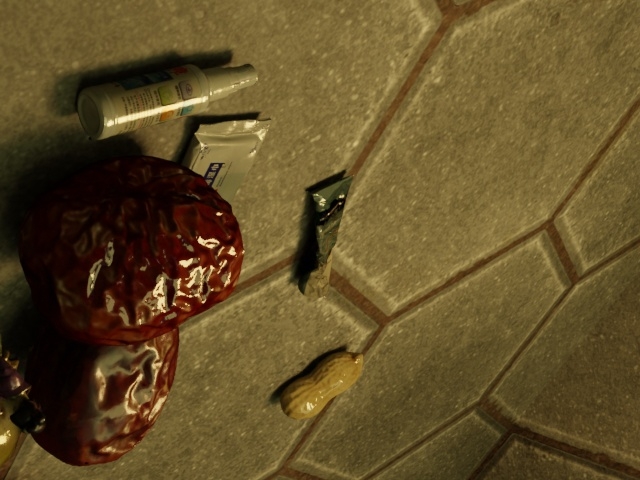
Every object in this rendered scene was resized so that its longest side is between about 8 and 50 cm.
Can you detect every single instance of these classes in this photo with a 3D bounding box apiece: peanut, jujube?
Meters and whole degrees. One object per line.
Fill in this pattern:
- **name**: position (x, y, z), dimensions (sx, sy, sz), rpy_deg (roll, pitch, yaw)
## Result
- **peanut**: position (0.006, 0.269, 2.051), dimensions (0.187, 0.082, 0.082), rpy_deg (-37, 153, -13)
- **jujube**: position (-0.280, 0.163, 1.378), dimensions (0.183, 0.183, 0.243), rpy_deg (7, 99, -56)
- **jujube**: position (-0.212, 0.011, 1.234), dimensions (0.232, 0.213, 0.213), rpy_deg (-23, 147, -32)

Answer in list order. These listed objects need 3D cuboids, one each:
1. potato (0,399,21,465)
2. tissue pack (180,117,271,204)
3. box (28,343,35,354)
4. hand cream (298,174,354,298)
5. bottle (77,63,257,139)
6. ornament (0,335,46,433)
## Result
- **potato**: position (-0.459, 0.239, 1.315), dimensions (0.200, 0.137, 0.154), rpy_deg (-15, 143, -45)
- **tissue pack**: position (-0.144, -0.077, 1.399), dimensions (0.123, 0.026, 0.193), rpy_deg (-10, 138, -46)
- **box**: position (-0.342, 0.187, 1.516), dimensions (0.109, 0.029, 0.198), rpy_deg (-28, 150, -26)
- **hand cream**: position (-0.001, 0.000, 1.696), dimensions (0.075, 0.052, 0.247), rpy_deg (-50, 157, -42)
- **bottle**: position (-0.162, -0.162, 1.214), dimensions (0.217, 0.060, 0.060), rpy_deg (-19, 145, -36)
- **ornament**: position (-0.376, 0.144, 1.231), dimensions (0.081, 0.203, 0.088), rpy_deg (-44, 156, 21)
